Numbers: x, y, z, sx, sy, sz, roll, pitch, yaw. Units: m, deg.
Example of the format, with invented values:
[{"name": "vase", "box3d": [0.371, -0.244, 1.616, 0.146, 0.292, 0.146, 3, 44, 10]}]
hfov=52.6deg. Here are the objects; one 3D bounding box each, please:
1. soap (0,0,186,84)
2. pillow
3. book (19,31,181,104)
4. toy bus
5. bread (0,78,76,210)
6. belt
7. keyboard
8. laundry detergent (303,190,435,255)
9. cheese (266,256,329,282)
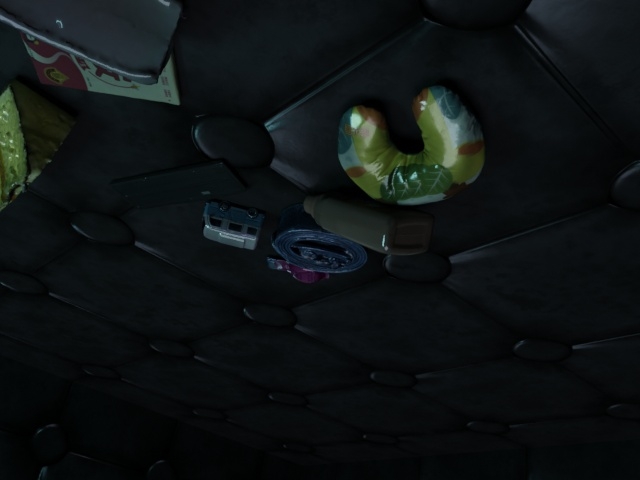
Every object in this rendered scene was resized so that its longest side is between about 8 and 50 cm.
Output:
[{"name": "soap", "box3d": [-0.300, -0.277, 0.731, 0.285, 0.107, 0.296, 22, -169, -19]}, {"name": "pillow", "box3d": [0.139, -0.142, 1.015, 0.233, 0.086, 0.214, -5, 135, 29]}, {"name": "book", "box3d": [-0.331, -0.281, 0.972, 0.232, 0.022, 0.162, 10, 149, 2]}, {"name": "toy bus", "box3d": [-0.177, -0.029, 1.288, 0.123, 0.075, 0.060, 14, 149, -6]}, {"name": "bread", "box3d": [-0.537, -0.159, 1.147, 0.266, 0.142, 0.178, -21, 96, 43]}, {"name": "belt", "box3d": [0.000, 0.000, 1.276, 0.190, 0.082, 0.141, 13, 144, -7]}, {"name": "keyboard", "box3d": [-0.230, -0.106, 1.224, 0.381, 0.041, 0.103, -1, 149, 29]}, {"name": "laundry detergent", "box3d": [0.090, -0.038, 1.158, 0.171, 0.076, 0.237, -2, -164, -41]}, {"name": "cheese", "box3d": [-0.050, 0.063, 1.439, 0.145, 0.038, 0.095, 11, 148, 11]}]
